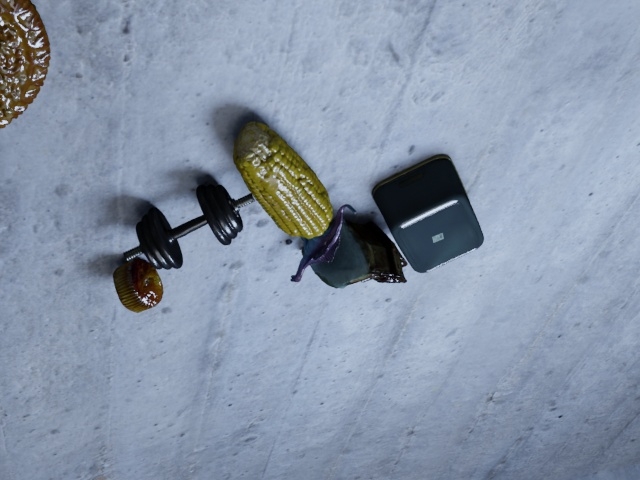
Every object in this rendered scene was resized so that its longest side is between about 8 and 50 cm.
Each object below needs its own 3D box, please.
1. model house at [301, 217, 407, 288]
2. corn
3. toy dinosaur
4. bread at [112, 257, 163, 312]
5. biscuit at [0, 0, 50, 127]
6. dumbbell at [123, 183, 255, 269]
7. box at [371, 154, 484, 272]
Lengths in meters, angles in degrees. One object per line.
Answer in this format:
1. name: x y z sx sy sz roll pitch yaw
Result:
1. model house: 0.080 0.034 1.641 0.152 0.165 0.106 8 121 -39
2. corn: -0.052 -0.081 1.431 0.097 0.097 0.262 -25 147 8
3. toy dinosaur: 0.000 0.000 1.592 0.045 0.080 0.197 9 137 -34
4. bread: -0.279 0.068 1.535 0.053 0.085 0.085 -25 148 23
5. biscuit: -0.452 -0.195 1.087 0.305 0.038 0.305 -15 147 -10
6. dumbbell: -0.192 -0.019 1.439 0.208 0.099 0.099 -25 148 5
7. box: 0.184 -0.037 1.632 0.144 0.090 0.201 -25 147 6
